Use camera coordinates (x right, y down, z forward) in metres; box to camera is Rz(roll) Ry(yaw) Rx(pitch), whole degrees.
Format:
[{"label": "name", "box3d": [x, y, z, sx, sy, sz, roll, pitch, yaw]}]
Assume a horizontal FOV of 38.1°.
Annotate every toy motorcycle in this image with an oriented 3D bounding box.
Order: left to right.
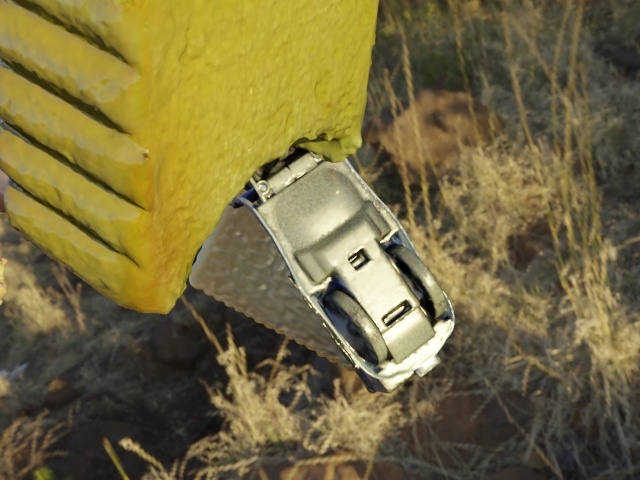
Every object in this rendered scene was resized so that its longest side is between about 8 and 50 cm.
[{"label": "toy motorcycle", "box3d": [0.000, 0.000, 0.964, 0.125, 0.358, 0.212, -35, 2, -13]}]

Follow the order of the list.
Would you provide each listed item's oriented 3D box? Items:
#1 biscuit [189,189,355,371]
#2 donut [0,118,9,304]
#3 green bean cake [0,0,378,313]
[{"label": "biscuit", "box3d": [-0.028, 0.037, 1.126, 0.250, 0.160, 0.030, 25, 0, 17]}, {"label": "donut", "box3d": [-0.354, -0.047, 0.873, 0.233, 0.199, 0.085, -51, -2, 37]}, {"label": "green bean cake", "box3d": [-0.067, -0.105, 0.522, 0.124, 0.233, 0.236, 28, 45, 21]}]
